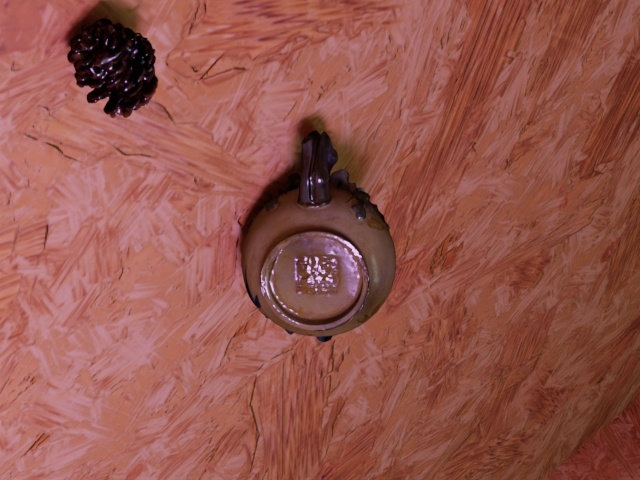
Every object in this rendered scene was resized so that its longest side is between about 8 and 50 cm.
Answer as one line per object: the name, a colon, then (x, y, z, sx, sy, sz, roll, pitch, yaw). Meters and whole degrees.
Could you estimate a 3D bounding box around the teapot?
teapot: (0.000, 0.000, 1.511, 0.182, 0.173, 0.269, -77, 165, -69)

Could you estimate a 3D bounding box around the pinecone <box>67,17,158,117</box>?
pinecone: (-0.176, -0.147, 1.122, 0.083, 0.077, 0.077, 35, 93, -39)
